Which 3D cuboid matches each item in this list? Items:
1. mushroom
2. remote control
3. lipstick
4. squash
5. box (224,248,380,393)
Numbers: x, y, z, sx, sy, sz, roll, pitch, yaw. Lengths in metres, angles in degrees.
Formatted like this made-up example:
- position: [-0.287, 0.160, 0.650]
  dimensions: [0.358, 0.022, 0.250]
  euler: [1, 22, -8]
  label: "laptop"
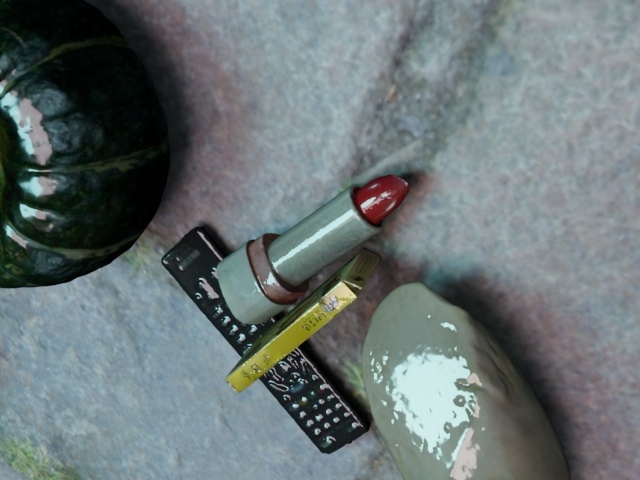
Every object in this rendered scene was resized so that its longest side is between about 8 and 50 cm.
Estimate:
- position: [0.134, 0.193, 0.632]
  dimensions: [0.128, 0.128, 0.350]
  euler: [-13, 112, 31]
  label: "mushroom"
- position: [-0.049, 0.093, 0.729]
  dimensions: [0.063, 0.025, 0.245]
  euler: [-37, 94, 33]
  label: "remote control"
- position: [0.001, 0.000, 0.644]
  dimensions: [0.186, 0.057, 0.063]
  euler: [-33, 68, 29]
  label: "lipstick"
- position: [-0.244, -0.084, 0.653]
  dimensions: [0.252, 0.165, 0.252]
  euler: [13, 120, 24]
  label: "squash"
- position: [-0.014, 0.065, 0.654]
  dimensions: [0.149, 0.073, 0.020]
  euler: [-41, 93, 24]
  label: "box"
